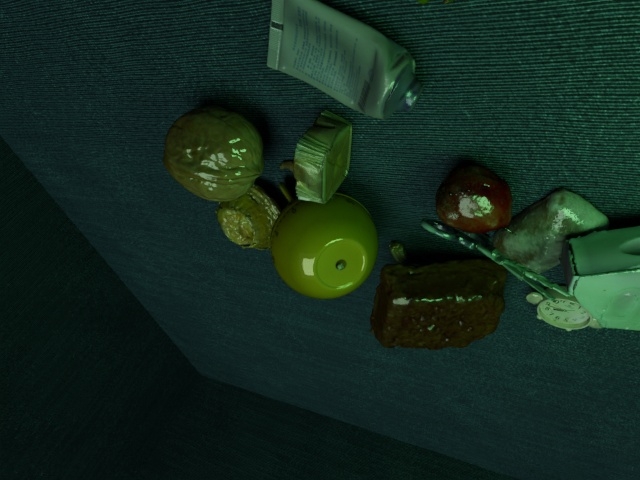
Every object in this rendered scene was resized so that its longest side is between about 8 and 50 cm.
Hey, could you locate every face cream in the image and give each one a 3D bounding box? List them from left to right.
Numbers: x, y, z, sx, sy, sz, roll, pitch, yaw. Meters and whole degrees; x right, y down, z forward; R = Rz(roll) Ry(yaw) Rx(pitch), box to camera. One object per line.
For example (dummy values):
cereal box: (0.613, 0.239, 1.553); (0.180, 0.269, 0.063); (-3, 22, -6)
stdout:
face cream: (0.048, -0.424, 1.146); (0.420, 0.137, 0.235); (31, 147, 12)

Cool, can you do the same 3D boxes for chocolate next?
chocolate: (0.600, 0.001, 1.291); (0.185, 0.100, 0.303); (35, 141, -3)

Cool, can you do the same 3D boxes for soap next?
soap: (0.810, 0.097, 1.136); (0.446, 0.156, 0.261); (4, 140, 14)

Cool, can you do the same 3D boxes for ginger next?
ginger: (-0.084, -0.233, 1.531); (0.097, 0.030, 0.048); (-7, 103, 37)

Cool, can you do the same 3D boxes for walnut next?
walnut: (-0.315, -0.259, 1.459); (0.313, 0.277, 0.252); (24, -177, 16)

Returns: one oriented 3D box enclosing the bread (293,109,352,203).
bread: (0.002, -0.227, 1.337); (0.109, 0.192, 0.210); (20, 144, 17)

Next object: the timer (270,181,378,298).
timer: (0.000, 0.000, 1.537); (0.376, 0.376, 0.387); (52, -178, -28)

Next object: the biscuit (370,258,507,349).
biscuit: (0.365, 0.213, 1.524); (0.395, 0.166, 0.343); (-3, 138, -5)

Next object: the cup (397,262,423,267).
cup: (0.302, 0.129, 1.646); (0.102, 0.099, 0.074); (13, 141, 22)

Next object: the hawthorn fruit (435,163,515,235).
hawthorn fruit: (0.411, -0.090, 1.245); (0.235, 0.181, 0.181); (34, 145, -6)

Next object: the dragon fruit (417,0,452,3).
dragon fruit: (0.215, -0.520, 0.908); (0.175, 0.142, 0.138); (21, 108, 44)

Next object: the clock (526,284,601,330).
clock: (0.742, 0.202, 1.466); (0.229, 0.063, 0.156); (23, 147, 14)

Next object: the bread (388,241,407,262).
bread: (0.262, 0.039, 1.620); (0.049, 0.034, 0.088); (-14, 132, 26)

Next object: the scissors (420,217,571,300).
scissors: (0.446, 0.041, 1.220); (0.383, 0.256, 0.029); (44, 120, 46)

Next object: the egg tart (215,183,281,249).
egg tart: (-0.265, -0.075, 1.718); (0.315, 0.120, 0.315); (23, 135, 24)

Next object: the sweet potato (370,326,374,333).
sweet potato: (0.231, 0.377, 2.060); (0.034, 0.034, 0.095); (31, 144, -2)
